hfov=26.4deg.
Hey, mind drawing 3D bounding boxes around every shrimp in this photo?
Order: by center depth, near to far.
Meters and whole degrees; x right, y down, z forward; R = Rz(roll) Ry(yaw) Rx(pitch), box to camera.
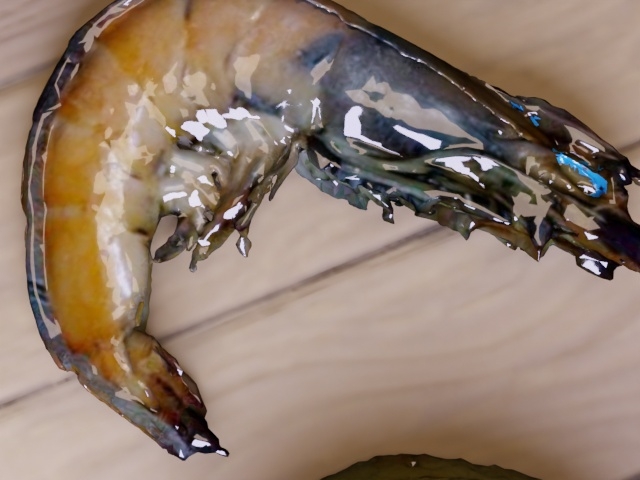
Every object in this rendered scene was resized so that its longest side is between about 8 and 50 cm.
[{"bbox_3d":[0.000,0.000,0.610,0.290,0.054,0.222,18,76,5],"label":"shrimp"}]

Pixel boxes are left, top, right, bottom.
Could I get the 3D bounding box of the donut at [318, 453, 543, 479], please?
[{"bbox_3d":[0.057,0.220,0.540,0.272,0.107,0.272,0,79,-3],"label":"donut"}]
